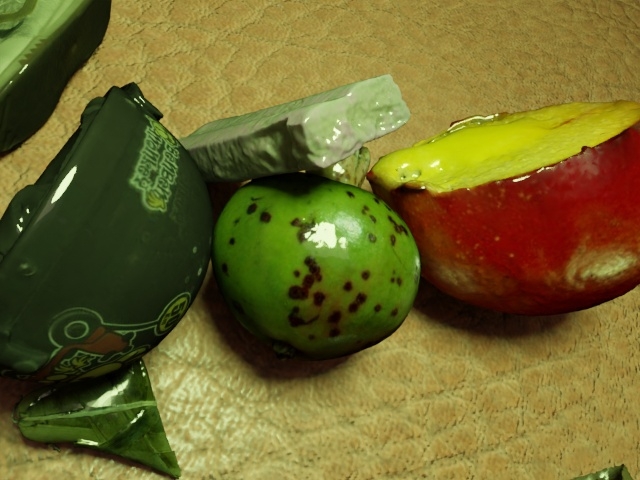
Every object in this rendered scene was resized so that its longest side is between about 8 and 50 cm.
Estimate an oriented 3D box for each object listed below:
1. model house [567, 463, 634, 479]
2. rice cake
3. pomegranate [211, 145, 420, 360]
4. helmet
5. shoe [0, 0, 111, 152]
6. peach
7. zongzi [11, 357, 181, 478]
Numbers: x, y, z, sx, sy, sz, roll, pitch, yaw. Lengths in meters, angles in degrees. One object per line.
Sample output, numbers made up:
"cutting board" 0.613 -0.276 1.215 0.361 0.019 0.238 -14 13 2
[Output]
"model house" 0.298 0.306 0.466 0.248 0.176 0.180 -12 69 -21
"rice cake" -0.064 -0.097 0.485 0.106 0.298 0.050 -38 116 -33
"pomegranate" 0.000 0.000 0.499 0.202 0.202 0.247 22 66 -10
"helmet" -0.181 0.001 0.428 0.160 0.231 0.278 37 30 -26
"shoe" -0.319 -0.210 0.542 0.098 0.103 0.274 18 53 -11
"peach" 0.224 -0.056 0.582 0.339 0.281 0.280 17 59 -13
"zongzi" -0.189 0.169 0.424 0.109 0.055 0.119 -18 83 -26
